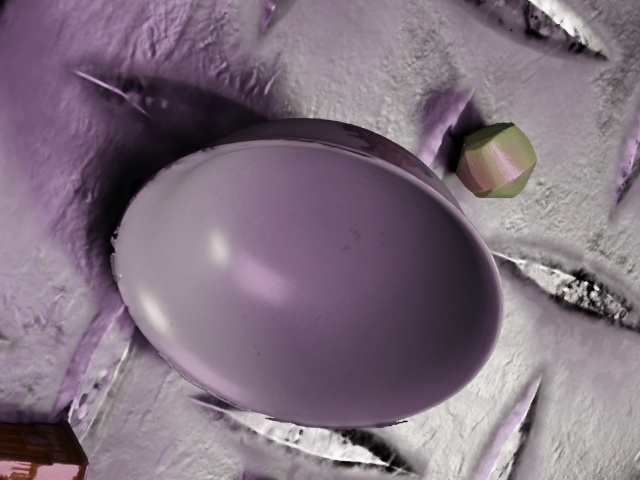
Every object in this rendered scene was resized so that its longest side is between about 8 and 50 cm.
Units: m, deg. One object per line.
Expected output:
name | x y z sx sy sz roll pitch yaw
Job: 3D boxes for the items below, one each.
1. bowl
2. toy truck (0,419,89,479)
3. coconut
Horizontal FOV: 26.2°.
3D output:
bowl | 0.000 0.000 1.240 0.345 0.346 0.157 53 33 -29
toy truck | -0.317 0.327 1.212 0.184 0.133 0.338 12 96 -21
coconut | 0.177 -0.079 1.389 0.083 0.082 0.081 -31 104 17
